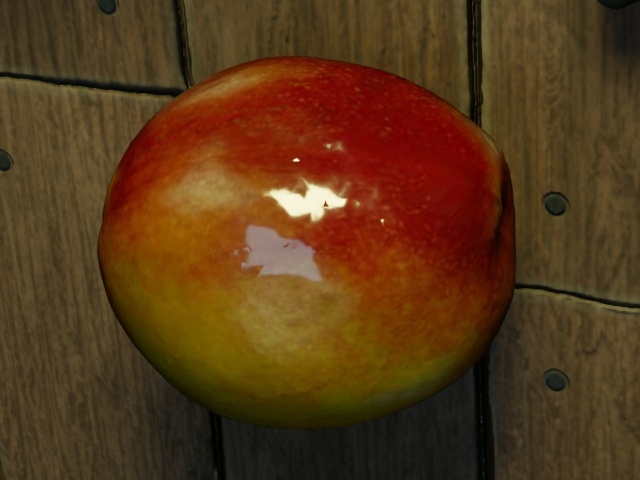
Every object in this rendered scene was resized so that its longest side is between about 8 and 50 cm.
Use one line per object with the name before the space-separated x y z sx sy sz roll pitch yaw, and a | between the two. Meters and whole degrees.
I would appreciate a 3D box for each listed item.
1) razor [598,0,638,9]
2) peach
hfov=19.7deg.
razor | 0.342 -0.194 1.231 0.349 0.113 0.204 22 144 14
peach | 0.000 0.000 1.417 0.332 0.308 0.308 -10 111 33
